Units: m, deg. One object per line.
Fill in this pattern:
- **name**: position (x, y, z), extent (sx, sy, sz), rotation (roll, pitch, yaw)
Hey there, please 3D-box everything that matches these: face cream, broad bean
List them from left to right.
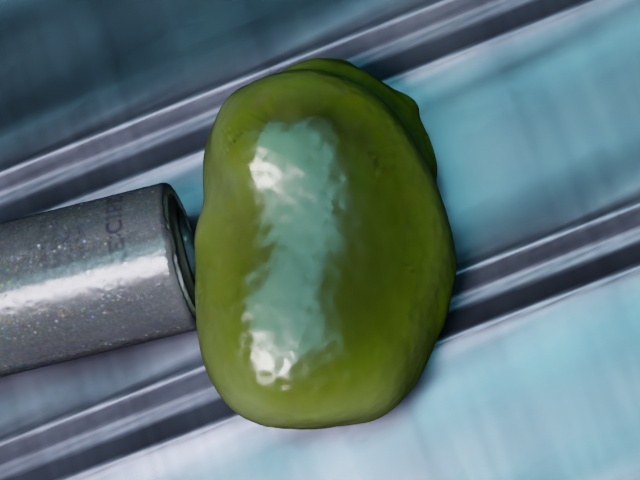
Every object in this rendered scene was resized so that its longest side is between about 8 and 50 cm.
- **face cream**: position (-0.197, 0.039, 0.848), extent (0.283, 0.073, 0.073), rotation (-14, 75, 7)
- **broad bean**: position (0.000, 0.000, 0.824), extent (0.124, 0.082, 0.174), rotation (-6, 84, -5)
